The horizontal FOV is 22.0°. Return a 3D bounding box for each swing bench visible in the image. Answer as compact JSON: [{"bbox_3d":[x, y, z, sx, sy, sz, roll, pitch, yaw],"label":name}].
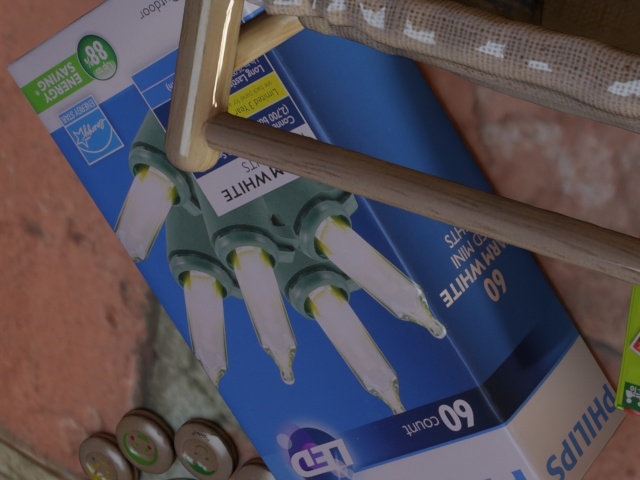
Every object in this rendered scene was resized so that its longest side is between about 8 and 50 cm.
[{"bbox_3d":[0.094,-0.129,0.474,0.253,0.165,0.255,18,126,27],"label":"swing bench"}]

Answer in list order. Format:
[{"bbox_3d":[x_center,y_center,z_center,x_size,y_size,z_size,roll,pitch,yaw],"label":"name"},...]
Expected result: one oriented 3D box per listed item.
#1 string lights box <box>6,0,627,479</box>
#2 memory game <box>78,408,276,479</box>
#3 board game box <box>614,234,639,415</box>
[{"bbox_3d":[0.000,0.000,0.684,0.133,0.077,0.260,-25,102,41],"label":"string lights box"},{"bbox_3d":[-0.061,0.171,0.881,0.186,0.012,0.186,18,127,26],"label":"memory game"},{"bbox_3d":[0.200,0.038,0.578,0.181,0.043,0.092,17,118,28],"label":"board game box"}]
